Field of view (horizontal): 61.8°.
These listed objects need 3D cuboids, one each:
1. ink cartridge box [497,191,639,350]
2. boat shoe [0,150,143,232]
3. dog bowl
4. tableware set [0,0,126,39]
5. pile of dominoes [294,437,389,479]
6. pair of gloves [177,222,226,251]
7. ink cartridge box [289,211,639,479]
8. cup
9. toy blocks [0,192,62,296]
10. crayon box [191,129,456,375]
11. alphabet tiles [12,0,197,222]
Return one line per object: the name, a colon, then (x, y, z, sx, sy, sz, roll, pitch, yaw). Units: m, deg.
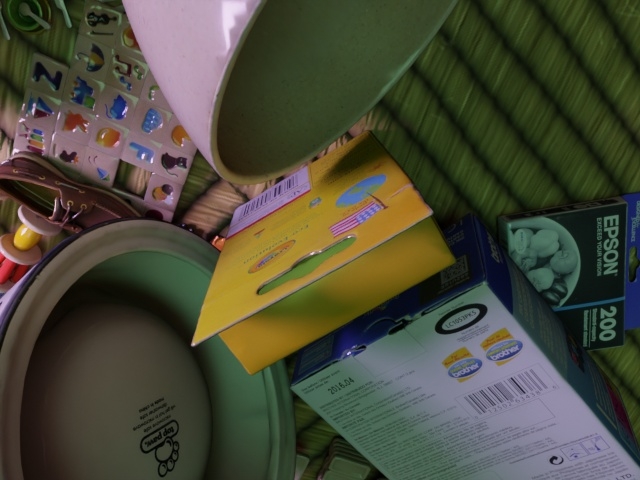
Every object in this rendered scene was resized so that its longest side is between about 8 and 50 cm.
ink cartridge box: (0.344, 0.050, 0.700, 0.208, 0.045, 0.206, -10, 110, 0)
boat shoe: (-0.292, -0.037, 0.625, 0.178, 0.060, 0.064, 30, 113, -13)
dog bowl: (-0.194, 0.189, 0.562, 0.150, 0.408, 0.407, -18, 111, 24)
tableware set: (-0.289, -0.279, 0.565, 0.154, 0.024, 0.104, -11, 110, 3)
pile of dominoes: (0.014, 0.417, 0.838, 0.196, 0.040, 0.251, 20, 116, -7)
pair of gloves: (-0.160, 0.018, 0.687, 0.083, 0.010, 0.074, 20, 110, -6)
ink cartridge box: (0.155, 0.158, 0.648, 0.270, 0.151, 0.395, -35, 110, 26)
cup: (-0.042, -0.247, 0.460, 0.237, 0.331, 0.331, 46, 104, 10)
toy blocks: (-0.408, 0.004, 0.649, 0.123, 0.054, 0.148, 38, 105, -15)
crayon box: (0.000, 0.000, 0.522, 0.202, 0.318, 0.081, -30, 109, 9)
alphabet tiles: (-0.238, -0.136, 0.614, 0.198, 0.009, 0.237, 23, 114, -10)
